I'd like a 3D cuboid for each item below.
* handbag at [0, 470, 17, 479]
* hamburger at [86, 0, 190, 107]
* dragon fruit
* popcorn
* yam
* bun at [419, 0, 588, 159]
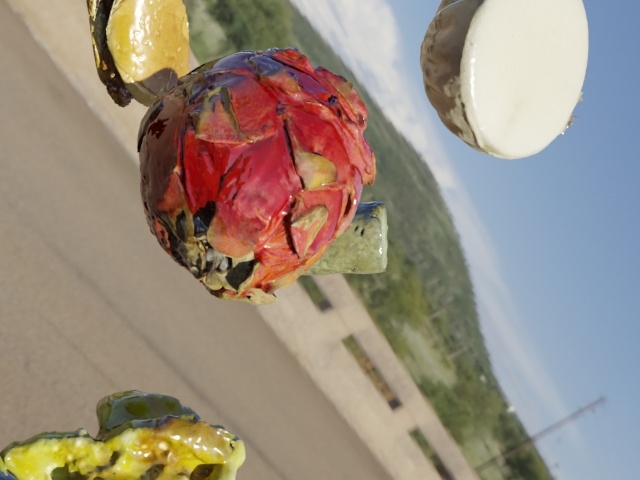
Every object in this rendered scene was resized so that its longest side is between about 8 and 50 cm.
[{"bbox_3d":[-0.495,0.445,1.735,0.211,0.089,0.254,35,2,-17],"label":"handbag"},{"bbox_3d":[-0.328,-0.363,1.899,0.282,0.155,0.245,39,65,-67],"label":"hamburger"},{"bbox_3d":[-0.079,-0.085,1.278,0.277,0.342,0.277,24,-43,24],"label":"dragon fruit"},{"bbox_3d":[-0.270,0.379,1.543,0.321,0.326,0.290,19,-8,15],"label":"popcorn"},{"bbox_3d":[0.000,0.000,1.576,0.107,0.194,0.107,-3,90,-83],"label":"yam"},{"bbox_3d":[0.217,-0.244,1.429,0.175,0.263,0.263,17,-32,44],"label":"bun"}]
